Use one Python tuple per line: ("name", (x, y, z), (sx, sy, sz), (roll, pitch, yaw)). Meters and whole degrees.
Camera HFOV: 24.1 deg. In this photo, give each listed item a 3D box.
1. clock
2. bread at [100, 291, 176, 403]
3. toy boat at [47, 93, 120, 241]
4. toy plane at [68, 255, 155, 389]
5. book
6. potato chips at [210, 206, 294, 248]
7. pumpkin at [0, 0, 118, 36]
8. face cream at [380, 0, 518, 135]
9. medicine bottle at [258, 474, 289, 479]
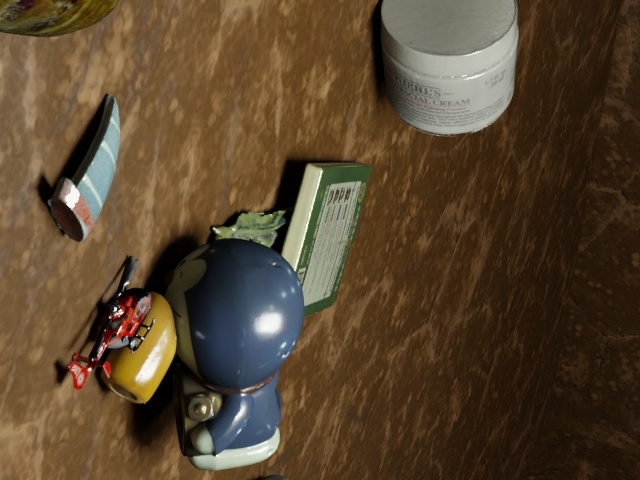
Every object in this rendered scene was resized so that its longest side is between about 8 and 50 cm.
("clock", (-0.095, 0.110, 1.577), (0.200, 0.146, 0.243), (-99, -167, -52))
("bread", (-0.172, 0.111, 1.498), (0.062, 0.049, 0.103), (48, 59, -33))
("toy boat", (-0.196, -0.065, 1.327), (0.096, 0.034, 0.122), (83, 29, -61))
("toy plane", (-0.200, 0.087, 1.441), (0.060, 0.037, 0.145), (79, 33, -47))
("book", (0.000, 0.000, 1.888), (0.264, 0.027, 0.202), (-14, 120, -75))
("potato chips", (-0.077, 0.009, 1.722), (0.207, 0.028, 0.092), (-18, 117, -67))
("pumpkin", (-0.179, -0.255, 0.978), (0.260, 0.189, 0.260), (18, 90, -72))
("face cream", (0.168, -0.247, 1.950), (0.153, 0.177, 0.177), (83, 30, -51))
("medicine bottle", (-0.092, 0.345, 1.925), (0.199, 0.057, 0.058), (-7, 113, -69))
